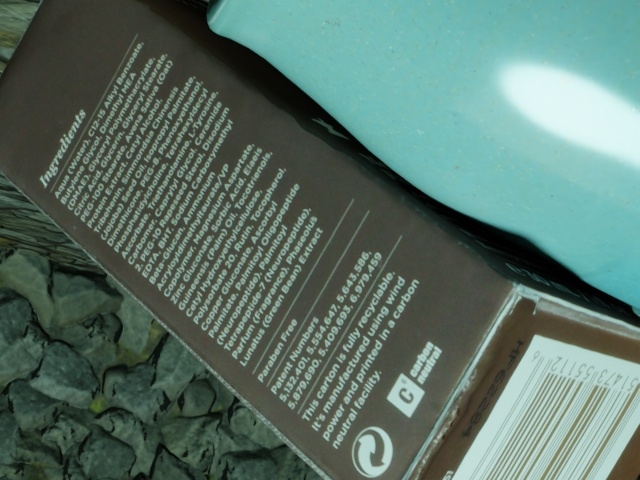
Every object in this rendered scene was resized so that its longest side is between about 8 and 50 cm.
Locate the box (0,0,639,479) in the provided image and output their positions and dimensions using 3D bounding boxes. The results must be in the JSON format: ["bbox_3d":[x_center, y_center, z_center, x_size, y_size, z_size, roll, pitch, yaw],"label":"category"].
[{"bbox_3d":[0.000,0.000,1.025,0.381,0.143,0.191,37,-167,38],"label":"box"}]

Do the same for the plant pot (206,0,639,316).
[{"bbox_3d":[0.096,-0.134,0.869,0.255,0.272,0.271,23,167,-10],"label":"plant pot"}]
